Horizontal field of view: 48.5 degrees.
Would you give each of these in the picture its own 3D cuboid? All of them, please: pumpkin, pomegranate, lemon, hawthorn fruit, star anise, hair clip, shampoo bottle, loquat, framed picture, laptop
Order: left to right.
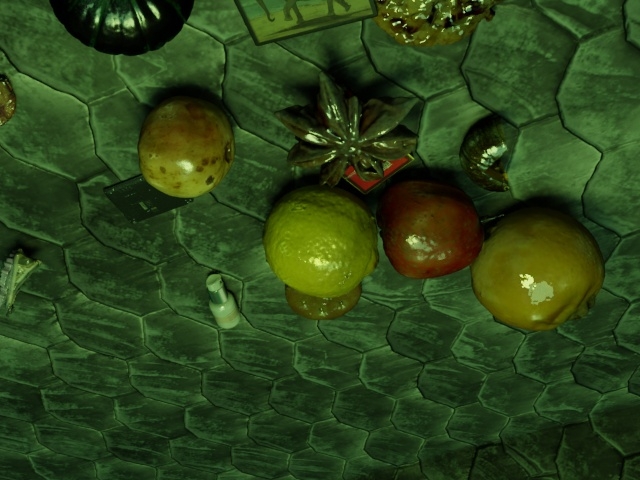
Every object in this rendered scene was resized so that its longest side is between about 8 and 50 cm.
[{"bbox_3d":[-0.791,0.107,1.846,0.085,0.106,0.292,28,132,-14],"label":"hair clip"},{"bbox_3d":[-0.344,-0.438,1.244,0.248,0.248,0.248,-3,137,-2],"label":"pumpkin"},{"bbox_3d":[-0.414,-0.108,1.716,0.180,0.016,0.129,-19,136,13],"label":"laptop"},{"bbox_3d":[-0.290,-0.198,1.499,0.215,0.215,0.215,-3,137,-2],"label":"pomegranate"},{"bbox_3d":[-0.277,0.168,1.979,0.074,0.074,0.192,-10,138,5],"label":"shampoo bottle"},{"bbox_3d":[-0.067,-0.520,1.277,0.265,0.016,0.347,-8,138,18],"label":"framed picture"},{"bbox_3d":[0.002,0.000,1.683,0.293,0.293,0.293,-3,137,-2],"label":"lemon"},{"bbox_3d":[0.059,-0.228,1.471,0.315,0.108,0.315,-1,133,-1],"label":"star anise"},{"bbox_3d":[0.288,-0.040,1.690,0.300,0.254,0.254,-14,136,4],"label":"hawthorn fruit"},{"bbox_3d":[0.374,-0.188,1.628,0.108,0.119,0.183,-14,131,7],"label":"pumpkin"},{"bbox_3d":[0.538,0.072,1.782,0.329,0.328,0.328,-3,137,-2],"label":"loquat"}]

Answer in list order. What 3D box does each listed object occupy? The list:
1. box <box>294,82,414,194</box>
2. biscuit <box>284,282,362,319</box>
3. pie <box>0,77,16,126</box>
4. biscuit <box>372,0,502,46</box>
[{"bbox_3d":[0.077,-0.222,1.597,0.153,0.074,0.240,-38,128,24],"label":"box"},{"bbox_3d":[0.008,0.136,1.980,0.221,0.066,0.220,-4,134,-4],"label":"biscuit"},{"bbox_3d":[-0.681,-0.294,1.479,0.092,0.034,0.170,10,134,-10],"label":"pie"},{"bbox_3d":[0.225,-0.501,1.311,0.289,0.081,0.334,-1,138,-2],"label":"biscuit"}]
